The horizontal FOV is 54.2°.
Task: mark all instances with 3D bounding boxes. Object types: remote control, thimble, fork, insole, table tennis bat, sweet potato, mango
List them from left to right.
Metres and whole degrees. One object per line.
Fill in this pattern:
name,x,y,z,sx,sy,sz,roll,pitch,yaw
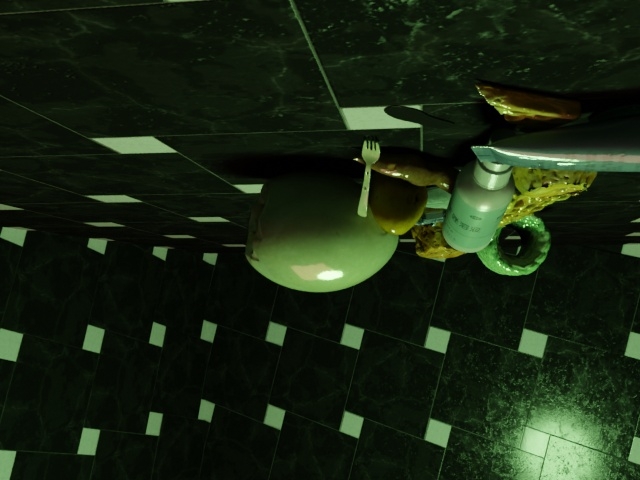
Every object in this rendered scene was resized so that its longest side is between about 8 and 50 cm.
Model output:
fork,0.092,-0.119,1.212,0.034,0.028,0.219,8,142,6
mango,0.162,-0.085,1.305,0.137,0.195,0.098,37,126,-20
sweet potato,0.194,-0.142,1.258,0.281,0.059,0.067,10,-151,-38
insole,0.158,-0.195,0.997,0.152,0.002,0.053,5,173,-38
remote control,0.329,-0.114,1.588,0.104,0.052,0.247,5,176,-26
thimble,0.595,-0.001,1.946,0.219,0.219,0.150,1,178,-6
table tennis bat,0.477,-0.178,1.007,0.124,0.033,0.201,3,170,-6

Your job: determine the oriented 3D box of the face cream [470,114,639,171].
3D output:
face cream,0.426,-0.140,0.923,0.385,0.086,0.135,-1,177,20

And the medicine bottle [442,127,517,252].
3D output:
medicine bottle,0.311,-0.094,1.198,0.110,0.110,0.352,0,155,2

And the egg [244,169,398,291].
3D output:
egg,0.007,-0.020,1.412,0.336,0.278,0.278,9,173,-13

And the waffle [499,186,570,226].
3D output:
waffle,0.456,-0.078,1.520,0.312,0.060,0.307,-30,164,39

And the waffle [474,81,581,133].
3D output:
waffle,0.271,-0.191,0.917,0.191,0.032,0.125,5,176,-21

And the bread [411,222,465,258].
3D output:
bread,0.404,-0.018,2.106,0.158,0.143,0.149,4,167,-33

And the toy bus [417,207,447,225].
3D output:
toy bus,0.336,-0.083,1.763,0.064,0.075,0.190,4,173,-45

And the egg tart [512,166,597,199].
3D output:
egg tart,0.451,-0.132,1.209,0.212,0.090,0.212,-3,174,0
